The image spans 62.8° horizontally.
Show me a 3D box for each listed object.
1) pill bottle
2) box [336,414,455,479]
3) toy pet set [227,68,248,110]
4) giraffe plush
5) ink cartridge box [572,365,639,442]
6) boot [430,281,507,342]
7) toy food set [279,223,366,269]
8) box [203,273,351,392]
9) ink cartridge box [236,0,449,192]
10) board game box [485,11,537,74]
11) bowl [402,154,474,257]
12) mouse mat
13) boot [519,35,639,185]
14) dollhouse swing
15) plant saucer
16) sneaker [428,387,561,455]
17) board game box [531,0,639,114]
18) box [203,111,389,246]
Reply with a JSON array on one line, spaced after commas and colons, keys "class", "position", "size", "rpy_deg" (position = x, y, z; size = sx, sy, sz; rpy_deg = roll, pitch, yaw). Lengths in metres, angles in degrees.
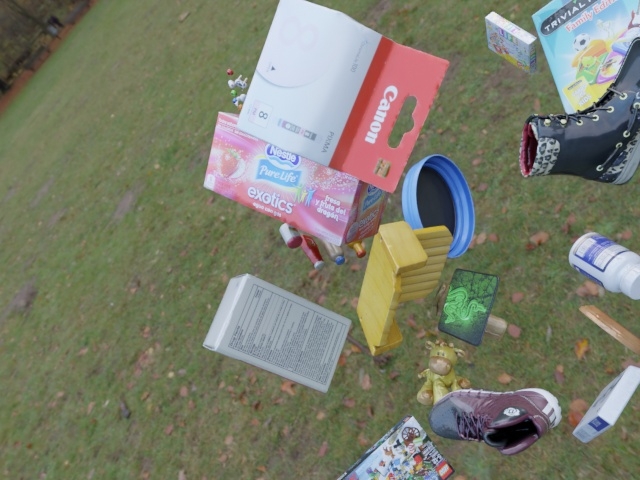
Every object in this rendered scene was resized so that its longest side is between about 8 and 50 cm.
[{"class": "pill bottle", "position": [0.734, 0.066, 1.319], "size": [0.112, 0.112, 0.187], "rpy_deg": [-45, 32, 5]}, {"class": "box", "position": [0.173, 0.543, 1.208], "size": [0.233, 0.159, 0.044], "rpy_deg": [-37, -7, -16]}, {"class": "toy pet set", "position": [-0.181, -0.325, 1.245], "size": [0.114, 0.122, 0.065], "rpy_deg": [26, 70, 10]}, {"class": "giraffe plush", "position": [0.400, 0.418, 1.697], "size": [0.181, 0.171, 0.210], "rpy_deg": [-2, 26, 4]}, {"class": "ink cartridge box", "position": [0.757, 0.405, 1.357], "size": [0.045, 0.223, 0.224], "rpy_deg": [38, 70, 26]}, {"class": "boot", "position": [0.548, 0.259, 1.910], "size": [0.269, 0.236, 0.089], "rpy_deg": [22, 70, 18]}, {"class": "toy food set", "position": [0.000, 0.000, 1.260], "size": [0.111, 0.232, 0.105], "rpy_deg": [-45, 54, 23]}, {"class": "box", "position": [-0.083, 0.178, 1.007], "size": [0.127, 0.232, 0.149], "rpy_deg": [-18, 48, 66]}, {"class": "ink cartridge box", "position": [0.021, -0.192, 0.692], "size": [0.232, 0.066, 0.189], "rpy_deg": [27, 102, 21]}, {"class": "board game box", "position": [0.481, -0.497, 1.323], "size": [0.026, 0.103, 0.154], "rpy_deg": [-37, 55, 0]}, {"class": "bowl", "position": [0.445, -0.123, 1.971], "size": [0.077, 0.391, 0.391], "rpy_deg": [-12, 49, 45]}, {"class": "mouse mat", "position": [0.318, 0.140, 1.145], "size": [0.189, 0.007, 0.153], "rpy_deg": [-174, 101, -77]}, {"class": "boot", "position": [0.423, -0.199, 0.821], "size": [0.178, 0.237, 0.085], "rpy_deg": [0, 28, -5]}, {"class": "dollhouse swing", "position": [0.307, 0.148, 1.680], "size": [0.315, 0.304, 0.347], "rpy_deg": [-108, 24, -55]}, {"class": "plant saucer", "position": [0.820, 0.245, 1.466], "size": [0.037, 0.200, 0.200], "rpy_deg": [-53, 33, 13]}, {"class": "sneaker", "position": [0.318, 0.363, 1.043], "size": [0.281, 0.162, 0.107], "rpy_deg": [-23, 83, 35]}, {"class": "board game box", "position": [0.627, -0.413, 1.118], "size": [0.253, 0.079, 0.336], "rpy_deg": [-30, 64, 47]}, {"class": "box", "position": [-0.037, -0.116, 0.928], "size": [0.299, 0.154, 0.142], "rpy_deg": [24, 109, 26]}]
